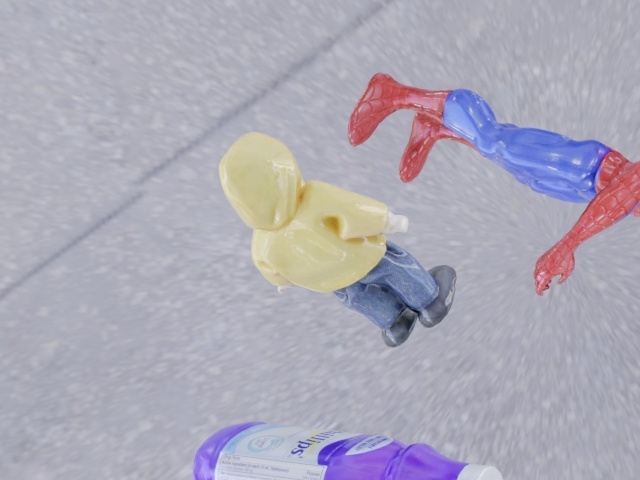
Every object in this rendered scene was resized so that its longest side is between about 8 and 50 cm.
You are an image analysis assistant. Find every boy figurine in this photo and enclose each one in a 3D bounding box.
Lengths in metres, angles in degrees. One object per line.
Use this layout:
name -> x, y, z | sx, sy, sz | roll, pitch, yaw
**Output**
boy figurine -> 0.000, 0.000, 1.839 | 0.285, 0.092, 0.177 | 37, 133, -21

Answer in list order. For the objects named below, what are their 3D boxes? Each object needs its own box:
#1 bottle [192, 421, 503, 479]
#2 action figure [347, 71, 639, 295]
bottle -> 0.025, 0.221, 1.614 | 0.282, 0.118, 0.092 | 2, 101, 33
action figure -> 0.133, -0.005, 1.000 | 0.280, 0.091, 0.139 | 12, 79, 40
